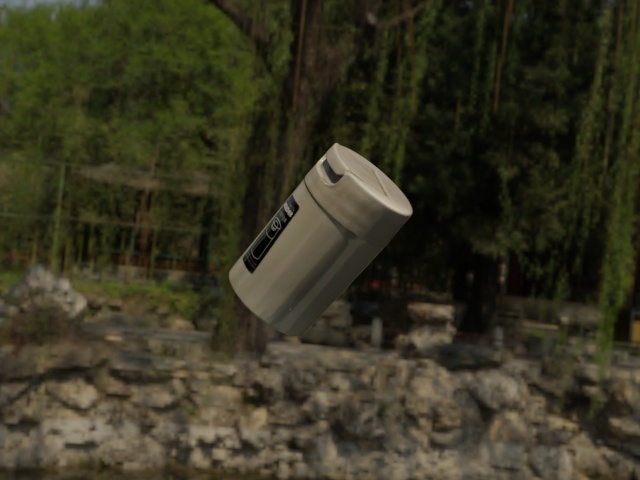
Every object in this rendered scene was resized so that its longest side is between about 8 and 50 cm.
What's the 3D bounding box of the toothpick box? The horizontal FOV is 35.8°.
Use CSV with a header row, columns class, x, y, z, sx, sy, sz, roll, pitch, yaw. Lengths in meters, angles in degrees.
class,x,y,z,sx,sy,sz,roll,pitch,yaw
toothpick box,0.000,0.000,1.032,0.111,0.180,0.111,36,18,-14
